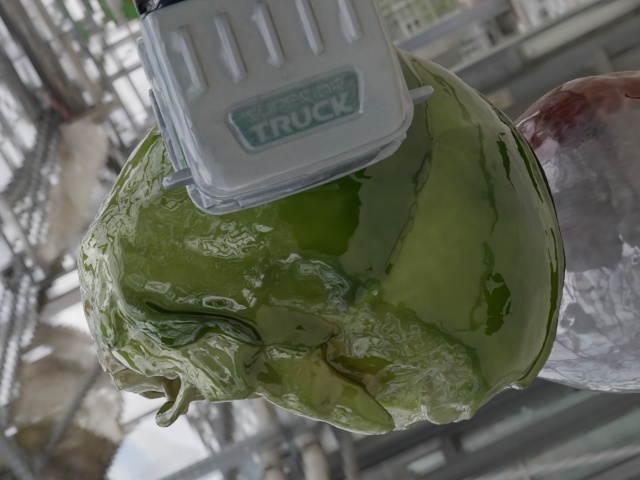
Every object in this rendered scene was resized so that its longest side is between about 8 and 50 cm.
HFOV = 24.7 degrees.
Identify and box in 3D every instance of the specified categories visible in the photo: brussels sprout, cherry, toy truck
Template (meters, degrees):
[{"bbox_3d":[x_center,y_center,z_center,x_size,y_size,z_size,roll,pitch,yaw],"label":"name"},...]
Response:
[{"bbox_3d":[0.000,0.000,1.146,0.276,0.371,0.315,77,-176,-81],"label":"brussels sprout"},{"bbox_3d":[0.302,0.011,1.456,0.326,0.335,0.291,39,-154,21],"label":"cherry"},{"bbox_3d":[-0.064,-0.197,0.736,0.175,0.146,0.367,-135,25,-85],"label":"toy truck"}]
